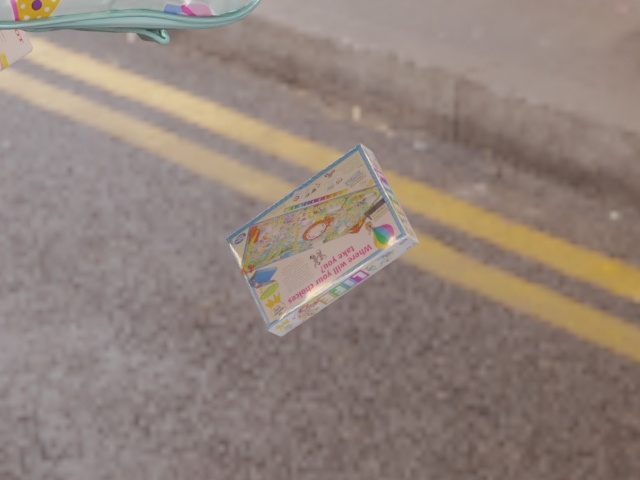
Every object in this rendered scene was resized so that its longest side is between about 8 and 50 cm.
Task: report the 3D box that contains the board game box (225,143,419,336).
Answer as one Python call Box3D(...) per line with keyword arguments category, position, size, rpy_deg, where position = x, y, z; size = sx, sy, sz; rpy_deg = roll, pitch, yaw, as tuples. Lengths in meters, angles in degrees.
Box3D(category="board game box", position=(0.000, 0.000, 1.660), size=(0.026, 0.154, 0.103), rpy_deg=(29, 31, -57))

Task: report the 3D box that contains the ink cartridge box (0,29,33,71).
Box3D(category="ink cartridge box", position=(-0.311, -0.166, 1.538), size=(0.090, 0.092, 0.143), rpy_deg=(-20, 13, 24))

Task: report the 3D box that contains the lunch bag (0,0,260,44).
Box3D(category="lunch bag", position=(-0.150, -0.236, 1.198), size=(0.279, 0.224, 0.108), rpy_deg=(-6, 9, -35))
